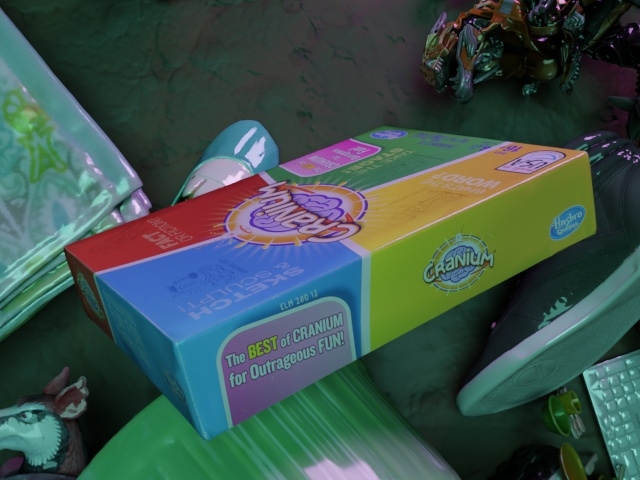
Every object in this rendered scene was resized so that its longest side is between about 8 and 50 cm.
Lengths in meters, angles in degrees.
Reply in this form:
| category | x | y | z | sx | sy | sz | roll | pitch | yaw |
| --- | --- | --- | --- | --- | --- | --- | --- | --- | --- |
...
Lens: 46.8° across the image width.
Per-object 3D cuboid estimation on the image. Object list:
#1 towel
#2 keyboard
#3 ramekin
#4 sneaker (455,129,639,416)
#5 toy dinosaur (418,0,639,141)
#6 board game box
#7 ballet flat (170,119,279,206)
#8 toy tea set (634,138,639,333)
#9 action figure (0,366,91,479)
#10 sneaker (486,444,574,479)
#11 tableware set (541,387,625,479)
| category | x | y | z | sx | sy | sz | roll | pitch | yaw |
| --- | --- | --- | --- | --- | --- | --- | --- | --- | --- |
| towel | -0.371 | -0.064 | 0.650 | 0.321 | 0.090 | 0.374 | -39 | 82 | -6 |
| keyboard | 0.322 | 0.235 | 0.708 | 0.072 | 0.014 | 0.255 | -17 | 88 | -3 |
| ramekin | -0.033 | 0.231 | 0.536 | 0.303 | 0.303 | 0.148 | -49 | 56 | -4 |
| sneaker | 0.209 | 0.028 | 0.674 | 0.295 | 0.105 | 0.147 | -51 | 48 | 24 |
| toy dinosaur | 0.247 | -0.225 | 0.667 | 0.322 | 0.164 | 0.218 | -47 | 58 | 9 |
| board game box | 0.000 | 0.000 | 0.547 | 0.317 | 0.242 | 0.064 | -24 | 113 | -26 |
| ballet flat | -0.110 | -0.003 | 0.670 | 0.083 | 0.087 | 0.247 | 29 | 85 | 2 |
| toy tea set | 0.391 | -0.029 | 0.671 | 0.200 | 0.124 | 0.335 | -2 | 87 | -2 |
| action figure | -0.243 | 0.281 | 0.569 | 0.276 | 0.248 | 0.370 | 24 | 89 | -1 |
| sneaker | 0.146 | 0.312 | 0.657 | 0.271 | 0.100 | 0.108 | -42 | 94 | -4 |
| tableware set | 0.245 | 0.205 | 0.658 | 0.024 | 0.104 | 0.154 | -28 | 78 | 31 |
